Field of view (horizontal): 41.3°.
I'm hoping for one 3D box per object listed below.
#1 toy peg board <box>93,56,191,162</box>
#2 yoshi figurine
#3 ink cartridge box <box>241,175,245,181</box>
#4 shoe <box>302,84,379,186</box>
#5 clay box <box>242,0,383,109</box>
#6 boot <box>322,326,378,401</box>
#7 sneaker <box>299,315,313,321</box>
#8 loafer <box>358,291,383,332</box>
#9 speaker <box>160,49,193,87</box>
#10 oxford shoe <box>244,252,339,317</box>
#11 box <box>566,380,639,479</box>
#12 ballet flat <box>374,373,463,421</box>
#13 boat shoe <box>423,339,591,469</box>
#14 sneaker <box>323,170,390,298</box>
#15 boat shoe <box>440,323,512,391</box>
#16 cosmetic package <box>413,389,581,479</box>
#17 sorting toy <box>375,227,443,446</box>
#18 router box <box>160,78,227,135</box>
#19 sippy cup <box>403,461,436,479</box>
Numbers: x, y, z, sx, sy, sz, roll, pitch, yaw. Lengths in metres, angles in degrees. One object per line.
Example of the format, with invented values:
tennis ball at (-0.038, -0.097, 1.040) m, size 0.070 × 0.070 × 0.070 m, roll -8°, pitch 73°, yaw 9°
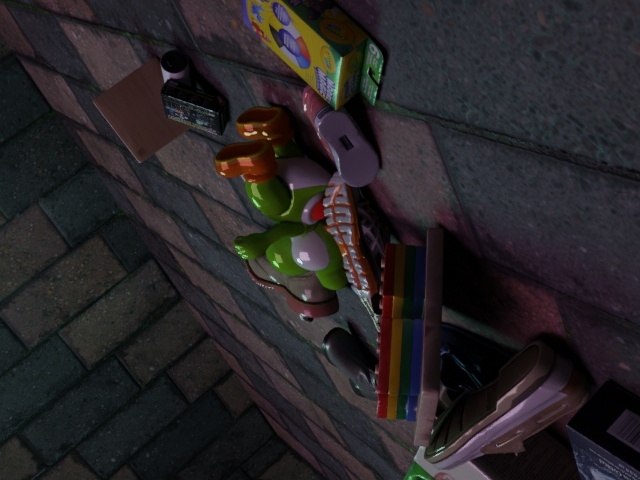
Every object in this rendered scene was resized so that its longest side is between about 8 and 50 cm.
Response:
toy peg board at (-0.367, -0.277, 1.809) m, size 0.161 × 0.161 × 0.079 m, roll 54°, pitch 178°, yaw -13°
yoshi figurine at (-0.069, -0.049, 1.503) m, size 0.362 × 0.204 × 0.203 m, roll 60°, pitch 176°, yaw -35°
ink cartridge box at (-0.122, -0.111, 1.740) m, size 0.115 × 0.029 × 0.063 m, roll 56°, pitch 161°, yaw -17°
shoe at (0.030, -0.155, 1.233) m, size 0.178 × 0.064 × 0.081 m, roll 53°, pitch -170°, yaw -52°
clay box at (-0.014, -0.266, 1.109) m, size 0.222 × 0.053 × 0.127 m, roll 46°, pitch 163°, yaw 15°
boot at (0.117, 0.301, 1.952) m, size 0.161 × 0.083 × 0.246 m, roll 17°, pitch 150°, yaw 49°
sneaker at (-0.039, 0.175, 2.136) m, size 0.035 × 0.031 × 0.083 m, roll 20°, pitch 152°, yaw 34°
loafer at (0.124, 0.142, 1.610) m, size 0.148 × 0.056 × 0.050 m, roll 50°, pitch 169°, yaw -1°
speaker at (-0.280, -0.313, 1.667) m, size 0.055 × 0.055 × 0.136 m, roll 45°, pitch 162°, yaw 16°
oxford shoe at (-0.063, 0.045, 1.837) m, size 0.348 × 0.123 × 0.130 m, roll 29°, pitch 127°, yaw 52°
box at (0.424, 0.295, 1.123) m, size 0.156 × 0.093 × 0.158 m, roll 32°, pitch 156°, yaw 46°
ballet flat at (0.252, 0.319, 1.602) m, size 0.342 × 0.116 × 0.124 m, roll 42°, pitch 141°, yaw 23°
boat shoe at (0.268, 0.269, 1.255) m, size 0.103 × 0.113 × 0.302 m, roll 34°, pitch 132°, yaw -6°
sneaker at (0.069, -0.017, 1.389) m, size 0.084 × 0.083 × 0.214 m, roll 9°, pitch 118°, yaw 62°
boat shoe at (0.226, 0.204, 1.428) m, size 0.109 × 0.089 × 0.258 m, roll 55°, pitch 162°, yaw -16°
cosmetic package at (0.321, 0.392, 1.411) m, size 0.296 × 0.153 × 0.129 m, roll 40°, pitch 143°, yaw 22°
sorting toy at (0.131, 0.151, 1.284) m, size 0.090 × 0.255 × 0.257 m, roll 3°, pitch 151°, yaw 5°
router box at (-0.242, -0.256, 1.642) m, size 0.123 × 0.038 × 0.092 m, roll 20°, pitch 157°, yaw 4°
sippy cup at (0.299, 0.519, 1.714) m, size 0.224 × 0.305 × 0.240 m, roll 30°, pitch 114°, yaw 24°
